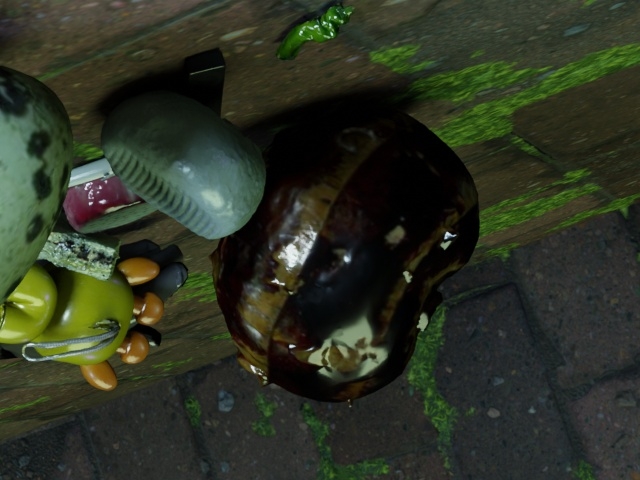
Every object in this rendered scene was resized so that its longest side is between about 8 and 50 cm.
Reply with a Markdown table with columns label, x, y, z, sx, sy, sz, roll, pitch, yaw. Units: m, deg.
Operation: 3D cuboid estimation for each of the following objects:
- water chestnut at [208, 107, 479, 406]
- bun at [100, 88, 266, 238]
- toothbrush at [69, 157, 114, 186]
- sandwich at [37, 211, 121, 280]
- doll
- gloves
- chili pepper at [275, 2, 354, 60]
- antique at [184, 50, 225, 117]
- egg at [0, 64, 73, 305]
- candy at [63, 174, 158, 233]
| label | x | y | z | sx | sy | sz | roll | pitch | yaw |
| --- | --- | --- | --- | --- | --- | --- | --- | --- | --- |
| water chestnut | 0.000 | 0.000 | 1.565 | 0.300 | 0.300 | 0.300 | -19 | 172 | -3 |
| bun | -0.103 | -0.066 | 1.259 | 0.083 | 0.141 | 0.141 | -58 | -178 | -15 |
| toothbrush | -0.289 | -0.023 | 1.406 | 0.263 | 0.026 | 0.022 | -19 | 178 | 1 |
| sandwich | -0.236 | 0.004 | 1.505 | 0.093 | 0.036 | 0.105 | 27 | -169 | 27 |
| doll | -0.246 | 0.067 | 1.595 | 0.221 | 0.143 | 0.135 | 21 | 179 | -43 |
| gloves | -0.275 | 0.075 | 1.738 | 0.285 | 0.142 | 0.119 | -21 | -161 | 5 |
| chili pepper | -0.007 | -0.156 | 1.207 | 0.027 | 0.022 | 0.083 | 27 | 146 | -30 |
| antique | -0.094 | -0.114 | 1.289 | 0.031 | 0.015 | 0.192 | -18 | 171 | -8 |
| egg | -0.255 | -0.023 | 0.993 | 0.228 | 0.177 | 0.177 | -36 | 171 | 0 |
| candy | -0.184 | -0.039 | 1.473 | 0.103 | 0.043 | 0.103 | -19 | 171 | -3 |
